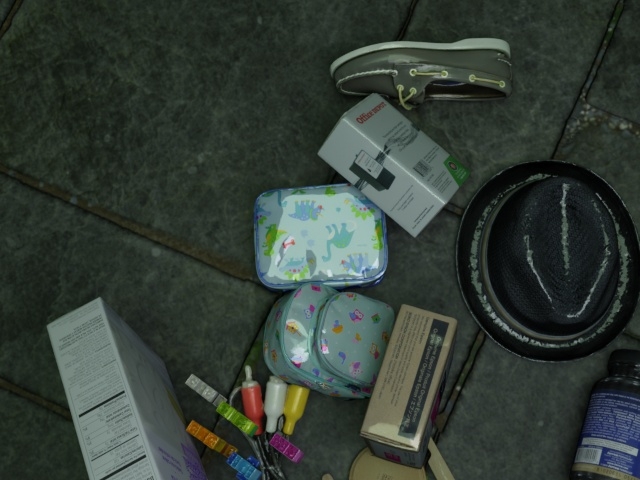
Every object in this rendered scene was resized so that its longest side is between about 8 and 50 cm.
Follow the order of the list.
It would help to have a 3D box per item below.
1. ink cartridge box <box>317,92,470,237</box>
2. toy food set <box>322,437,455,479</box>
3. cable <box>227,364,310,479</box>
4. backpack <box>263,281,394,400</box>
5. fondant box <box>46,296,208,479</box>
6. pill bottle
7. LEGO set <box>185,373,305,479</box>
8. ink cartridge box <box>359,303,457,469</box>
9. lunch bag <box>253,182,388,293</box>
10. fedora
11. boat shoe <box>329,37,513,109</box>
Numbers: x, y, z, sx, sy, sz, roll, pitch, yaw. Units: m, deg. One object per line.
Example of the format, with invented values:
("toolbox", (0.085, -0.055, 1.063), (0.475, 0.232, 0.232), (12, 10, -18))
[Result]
("ink cartridge box", (0.118, -0.124, 1.334), (0.208, 0.153, 0.087), (42, 124, 4))
("toy food set", (0.108, 0.384, 1.321), (0.192, 0.038, 0.132), (-26, 65, 0))
("cable", (-0.085, 0.335, 1.325), (0.140, 0.072, 0.287), (-1, 78, 6))
("backpack", (0.013, 0.151, 1.284), (0.188, 0.144, 0.165), (18, 69, -15))
("fondant box", (-0.264, 0.277, 1.211), (0.096, 0.238, 0.330), (-28, 55, -1))
("pill bottle", (0.459, 0.281, 1.259), (0.123, 0.123, 0.219), (19, 70, 8))
("LEGO set", (-0.126, 0.309, 1.291), (0.227, 0.093, 0.087), (29, 75, 31))
("ink cartridge box", (0.134, 0.222, 1.231), (0.088, 0.234, 0.193), (15, 72, 12))
("lunch bag", (0.000, 0.000, 1.369), (0.219, 0.090, 0.176), (-5, 79, 3))
("fedora", (0.367, 0.022, 1.306), (0.334, 0.152, 0.334), (-1, 80, 5))
("boat shoe", (0.169, -0.271, 1.395), (0.305, 0.109, 0.091), (-5, 75, 0))
